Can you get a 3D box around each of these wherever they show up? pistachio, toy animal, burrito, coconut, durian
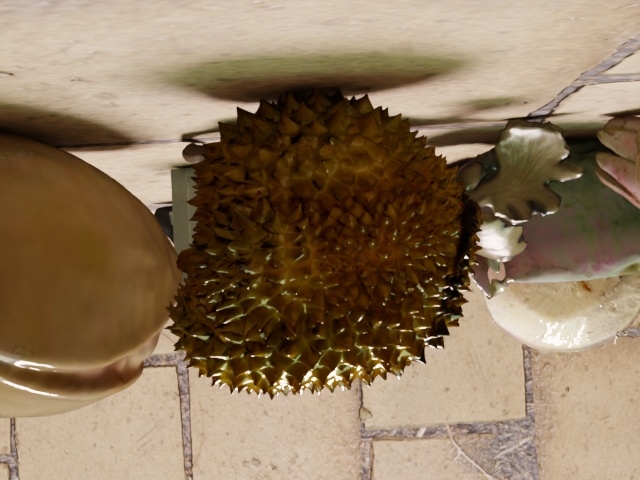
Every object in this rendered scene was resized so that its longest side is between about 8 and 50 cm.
[{"bbox_3d":[-0.181,0.023,0.875,0.181,0.162,0.293,33,-175,15],"label":"pistachio"},{"bbox_3d":[0.035,-0.025,0.940,0.214,0.093,0.186,9,162,-34],"label":"toy animal"},{"bbox_3d":[0.178,-0.023,1.055,0.229,0.089,0.144,-8,-160,-20],"label":"burrito"},{"bbox_3d":[0.234,0.029,1.447,0.171,0.171,0.183,-4,174,13],"label":"coconut"},{"bbox_3d":[0.000,0.000,0.784,0.168,0.158,0.137,-6,-169,5],"label":"durian"}]

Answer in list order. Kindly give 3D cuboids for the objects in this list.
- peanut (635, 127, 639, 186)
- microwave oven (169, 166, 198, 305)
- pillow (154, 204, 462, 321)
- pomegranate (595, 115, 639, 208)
[{"bbox_3d":[0.233,-0.038,0.502,0.291,0.143,0.159,-12,164,34],"label":"peanut"},{"bbox_3d":[-0.010,0.007,1.177,0.162,0.122,0.208,-3,177,16],"label":"microwave oven"},{"bbox_3d":[-0.012,0.025,1.414,0.250,0.106,0.186,0,-146,-35],"label":"pillow"},{"bbox_3d":[0.252,-0.021,0.940,0.163,0.125,0.138,-4,-171,21],"label":"pomegranate"}]
